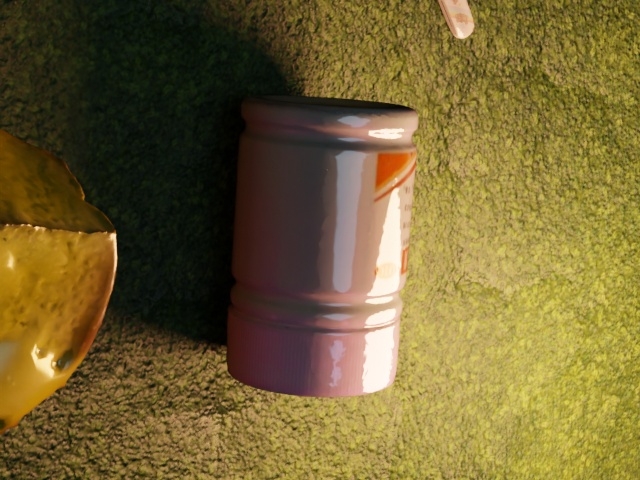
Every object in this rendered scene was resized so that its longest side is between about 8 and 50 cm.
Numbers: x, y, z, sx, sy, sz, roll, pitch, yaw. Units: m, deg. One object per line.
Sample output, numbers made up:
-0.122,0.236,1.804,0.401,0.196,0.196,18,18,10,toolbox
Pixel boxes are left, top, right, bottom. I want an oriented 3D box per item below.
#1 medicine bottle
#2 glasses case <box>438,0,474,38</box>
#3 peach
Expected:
0.000,0.000,1.503,0.202,0.202,0.316,-2,102,-34,medicine bottle
0.168,-0.292,1.667,0.032,0.021,0.083,-36,118,-21,glasses case
-0.410,0.044,1.214,0.380,0.242,0.306,-5,124,-47,peach
